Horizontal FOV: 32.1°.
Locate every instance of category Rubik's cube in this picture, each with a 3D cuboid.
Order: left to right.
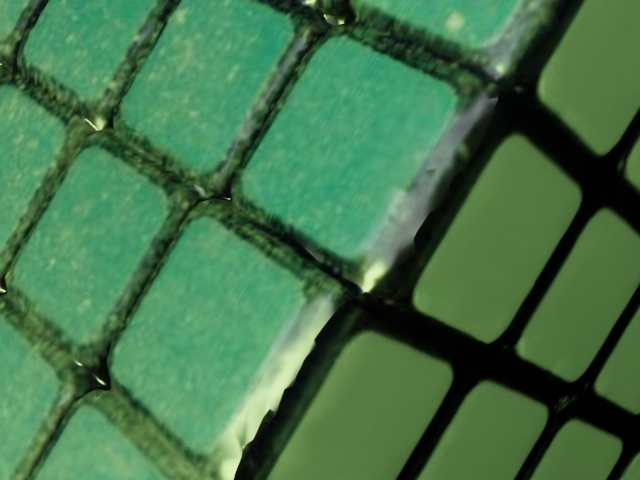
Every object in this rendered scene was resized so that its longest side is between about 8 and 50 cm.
[{"bbox_3d":[0.000,0.000,0.577,0.344,0.344,0.337,31,92,39],"label":"Rubik's cube"}]
